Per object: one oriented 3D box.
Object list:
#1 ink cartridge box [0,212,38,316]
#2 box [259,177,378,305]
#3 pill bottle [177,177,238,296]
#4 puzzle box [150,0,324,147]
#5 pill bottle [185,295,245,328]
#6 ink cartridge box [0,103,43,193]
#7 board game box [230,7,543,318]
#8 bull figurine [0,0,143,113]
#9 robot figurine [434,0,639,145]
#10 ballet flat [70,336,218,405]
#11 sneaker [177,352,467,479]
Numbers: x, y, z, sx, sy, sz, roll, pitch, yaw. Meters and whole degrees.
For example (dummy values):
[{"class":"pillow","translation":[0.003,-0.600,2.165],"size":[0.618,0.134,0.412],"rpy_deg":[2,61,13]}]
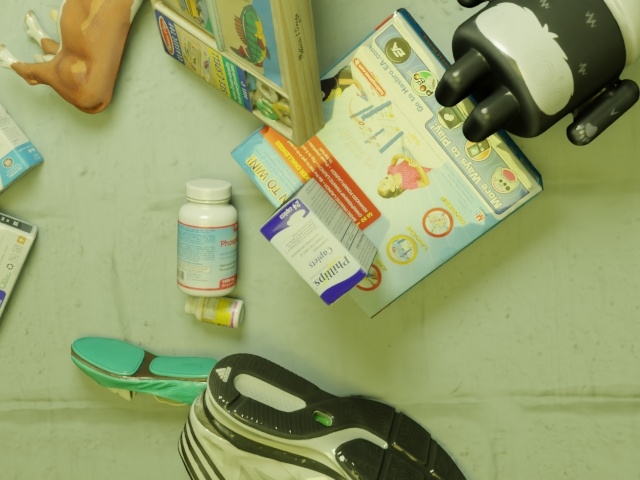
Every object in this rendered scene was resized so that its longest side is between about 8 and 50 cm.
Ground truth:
[{"class":"ink cartridge box","translation":[-0.564,0.034,1.636],"size":[0.208,0.045,0.206],"rpy_deg":[22,111,-17]},{"class":"box","translation":[0.000,0.000,1.418],"size":[0.072,0.126,0.137],"rpy_deg":[-41,95,17]},{"class":"pill bottle","translation":[-0.163,-0.005,1.559],"size":[0.087,0.087,0.160],"rpy_deg":[6,107,9]},{"class":"puzzle box","translation":[-0.122,-0.317,1.294],"size":[0.272,0.409,0.052],"rpy_deg":[38,67,26]},{"class":"pill bottle","translation":[-0.158,0.103,1.612],"size":[0.083,0.043,0.043],"rpy_deg":[11,108,8]},{"class":"ink cartridge box","translation":[-0.508,-0.157,1.592],"size":[0.104,0.060,0.180],"rpy_deg":[-34,98,18]},{"class":"board game box","translation":[0.091,-0.103,1.484],"size":[0.302,0.086,0.308],"rpy_deg":[-38,96,18]},{"class":"bull figurine","translation":[-0.319,-0.332,1.487],"size":[0.189,0.101,0.310],"rpy_deg":[24,107,7]},{"class":"robot figurine","translation":[0.276,-0.237,1.340],"size":[0.278,0.173,0.209],"rpy_deg":[-37,124,-8]},{"class":"ballet flat","translation":[-0.266,0.211,1.647],"size":[0.248,0.083,0.087],"rpy_deg":[9,121,10]},{"class":"sneaker","translation":[-0.006,0.357,1.628],"size":[0.448,0.169,0.257],"rpy_deg":[29,129,-6]}]
